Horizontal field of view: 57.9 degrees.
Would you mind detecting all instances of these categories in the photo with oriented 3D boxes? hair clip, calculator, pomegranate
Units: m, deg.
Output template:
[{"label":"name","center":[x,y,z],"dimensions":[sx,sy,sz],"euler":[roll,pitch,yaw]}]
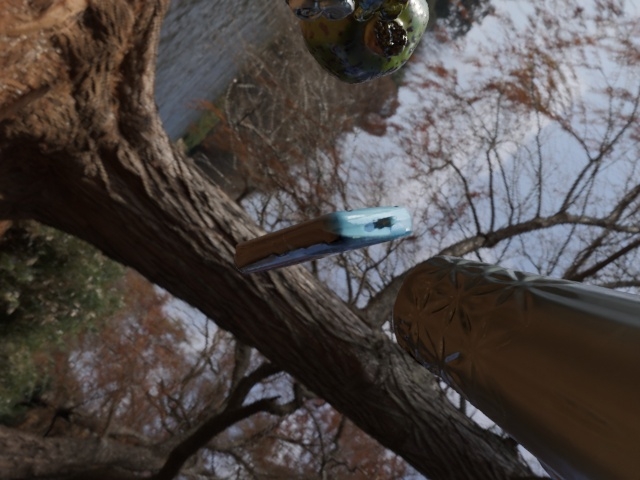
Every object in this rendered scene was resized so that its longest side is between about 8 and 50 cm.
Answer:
[{"label":"hair clip","center":[0.050,-0.289,0.634],"dimensions":[0.116,0.172,0.049],"euler":[104,-24,-65]},{"label":"calculator","center":[0.000,0.000,0.841],"dimensions":[0.173,0.051,0.293],"euler":[-7,174,-43]},{"label":"pomegranate","center":[0.091,-0.426,1.123],"dimensions":[0.254,0.254,0.270],"euler":[-44,-142,8]}]

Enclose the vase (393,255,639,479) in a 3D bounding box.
[{"label":"vase","center":[0.184,0.106,0.423],"dimensions":[0.156,0.250,0.301],"euler":[-26,-154,-23]}]
